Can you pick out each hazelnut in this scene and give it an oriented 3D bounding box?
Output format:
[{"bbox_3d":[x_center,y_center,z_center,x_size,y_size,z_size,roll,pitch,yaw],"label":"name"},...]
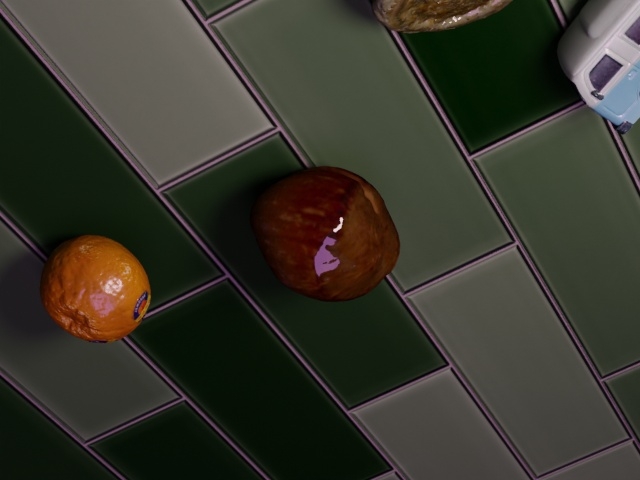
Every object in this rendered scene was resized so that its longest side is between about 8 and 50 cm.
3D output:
[{"bbox_3d":[0.000,0.000,1.958,0.218,0.218,0.234,-27,132,14],"label":"hazelnut"}]

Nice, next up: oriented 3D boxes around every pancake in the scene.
[{"bbox_3d":[0.193,-0.347,1.718,0.254,0.037,0.253,-19,165,-5],"label":"pancake"}]

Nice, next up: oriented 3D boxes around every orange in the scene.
[{"bbox_3d":[-0.352,0.075,1.982,0.178,0.155,0.177,21,156,10],"label":"orange"}]

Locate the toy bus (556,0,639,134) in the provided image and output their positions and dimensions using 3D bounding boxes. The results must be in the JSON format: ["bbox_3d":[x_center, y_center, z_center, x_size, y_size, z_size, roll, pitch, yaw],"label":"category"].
[{"bbox_3d":[0.460,-0.305,1.817,0.165,0.133,0.271,26,120,-24],"label":"toy bus"}]
